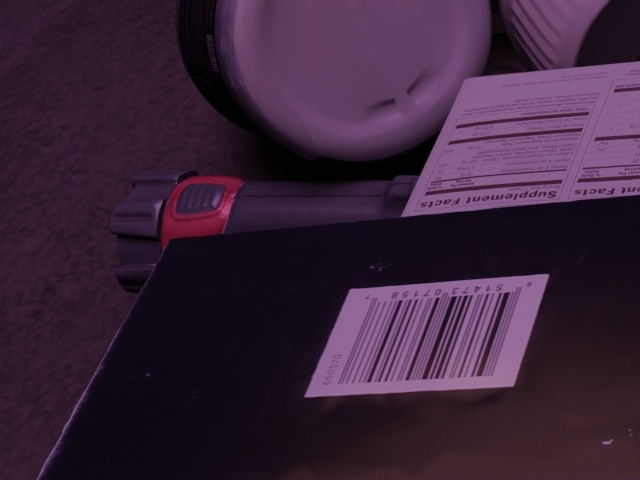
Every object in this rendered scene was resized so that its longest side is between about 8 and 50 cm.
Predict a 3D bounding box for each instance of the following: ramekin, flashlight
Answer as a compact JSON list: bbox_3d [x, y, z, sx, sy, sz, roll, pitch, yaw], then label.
[{"bbox_3d":[0.237,-0.161,1.311,0.207,0.207,0.109,-23,42,3],"label":"ramekin"},{"bbox_3d":[0.000,0.000,1.337,0.304,0.103,0.103,1,9,27],"label":"flashlight"}]

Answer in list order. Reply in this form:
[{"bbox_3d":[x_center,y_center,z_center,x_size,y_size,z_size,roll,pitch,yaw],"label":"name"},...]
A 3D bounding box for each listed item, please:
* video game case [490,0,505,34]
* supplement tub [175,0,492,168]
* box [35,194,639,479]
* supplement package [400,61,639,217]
[{"bbox_3d":[0.127,-0.233,1.635,0.201,0.023,0.183,-4,39,29],"label":"video game case"},{"bbox_3d":[-0.003,-0.164,1.418,0.193,0.193,0.316,-30,14,-7],"label":"supplement tub"},{"bbox_3d":[0.103,0.157,0.851,0.343,0.312,0.179,-6,38,27],"label":"box"},{"bbox_3d":[0.160,0.055,1.055,0.198,0.199,0.263,-3,39,28],"label":"supplement package"}]
